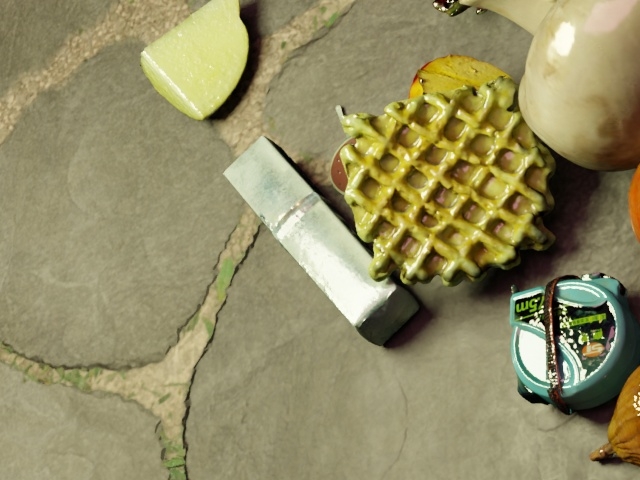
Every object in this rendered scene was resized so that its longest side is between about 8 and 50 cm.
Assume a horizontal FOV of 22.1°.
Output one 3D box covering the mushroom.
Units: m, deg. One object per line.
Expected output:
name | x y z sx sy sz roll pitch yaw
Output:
mushroom | 0.285 -0.228 1.634 0.290 0.297 0.297 39 89 12

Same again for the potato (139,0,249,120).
potato | -0.134 -0.223 2.055 0.149 0.081 0.120 -38 82 -11

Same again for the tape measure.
tape measure | 0.254 0.100 1.636 0.125 0.081 0.146 -13 61 29

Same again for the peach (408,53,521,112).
peach | 0.156 -0.120 1.787 0.151 0.118 0.151 -1 55 1

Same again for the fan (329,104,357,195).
fan | 0.040 -0.108 1.916 0.085 0.005 0.133 -32 55 15

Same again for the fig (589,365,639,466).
fig | 0.330 0.183 1.556 0.119 0.153 0.119 7 45 -7

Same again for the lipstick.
lipstick | 0.000 0.000 1.841 0.076 0.077 0.290 -42 54 4

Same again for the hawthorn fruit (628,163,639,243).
hawthorn fruit | 0.401 0.000 1.540 0.196 0.196 0.226 -12 99 26

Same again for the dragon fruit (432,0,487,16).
dragon fruit | 0.175 -0.360 1.859 0.188 0.182 0.182 -28 41 -36

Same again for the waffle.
waffle | 0.138 -0.055 1.721 0.223 0.054 0.204 -13 89 3
